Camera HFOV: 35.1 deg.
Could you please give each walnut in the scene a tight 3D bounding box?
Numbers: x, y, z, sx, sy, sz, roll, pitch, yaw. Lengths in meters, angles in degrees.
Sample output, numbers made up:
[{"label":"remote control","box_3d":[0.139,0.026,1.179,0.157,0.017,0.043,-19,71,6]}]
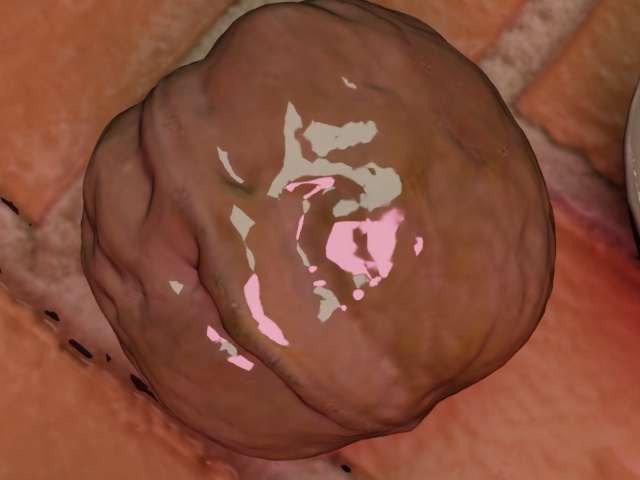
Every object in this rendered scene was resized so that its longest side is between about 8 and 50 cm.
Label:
[{"label":"walnut","box_3d":[0.000,0.000,0.548,0.248,0.248,0.248,0,72,-1]}]

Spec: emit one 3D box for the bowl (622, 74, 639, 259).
[{"label":"bowl","box_3d":[0.309,-0.015,0.604,0.289,0.146,0.289,0,72,0]}]
